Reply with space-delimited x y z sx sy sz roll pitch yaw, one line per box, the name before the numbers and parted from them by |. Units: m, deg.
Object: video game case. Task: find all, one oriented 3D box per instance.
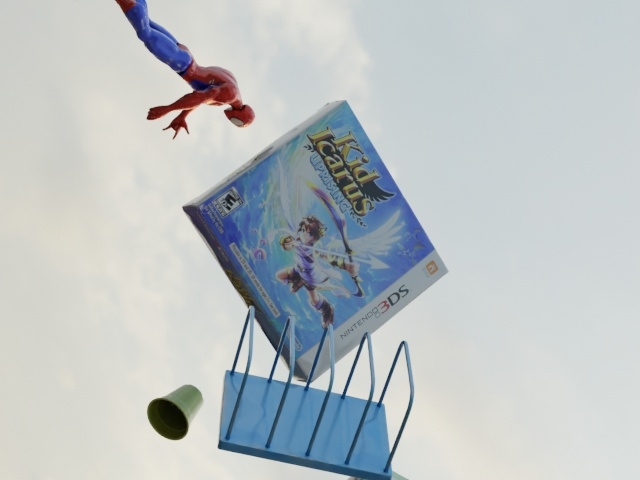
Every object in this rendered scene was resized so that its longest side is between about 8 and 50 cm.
video game case | 0.000 0.000 1.539 0.269 0.244 0.061 58 -22 -14

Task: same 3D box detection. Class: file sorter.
file sorter | -0.003 0.145 1.185 0.118 0.170 0.104 -92 -162 -61

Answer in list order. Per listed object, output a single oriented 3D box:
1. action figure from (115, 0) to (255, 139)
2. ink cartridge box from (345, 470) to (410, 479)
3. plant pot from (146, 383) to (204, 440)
action figure | -0.212 -0.213 1.556 0.280 0.139 0.091 37 16 -23
ink cartridge box | 0.102 0.344 1.327 0.235 0.056 0.171 30 -51 -12
plant pot | -0.240 0.286 2.084 0.083 0.079 0.083 12 -62 24
